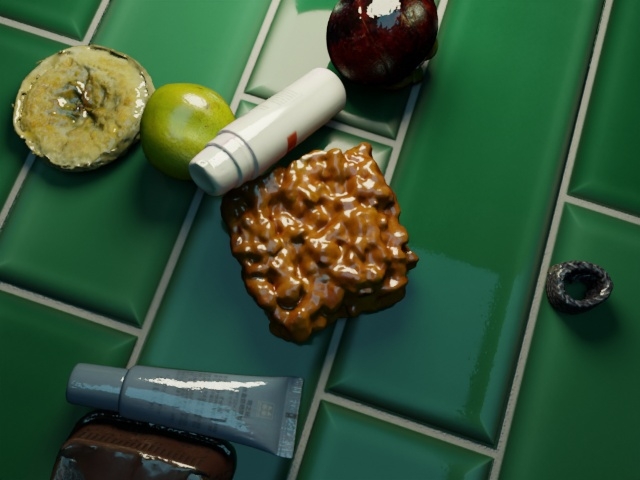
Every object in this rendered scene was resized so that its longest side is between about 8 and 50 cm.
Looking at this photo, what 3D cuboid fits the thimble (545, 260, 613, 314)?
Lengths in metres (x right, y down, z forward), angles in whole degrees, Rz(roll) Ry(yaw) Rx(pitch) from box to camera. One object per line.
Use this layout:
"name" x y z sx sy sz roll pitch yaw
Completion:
"thimble" 0.468 0.086 1.021 0.104 0.066 0.095 19 75 2

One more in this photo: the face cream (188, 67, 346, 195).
"face cream" -0.090 -0.191 0.990 0.102 0.102 0.345 41 57 8

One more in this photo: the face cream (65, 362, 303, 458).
"face cream" -0.228 0.272 0.956 0.385 0.086 0.135 10 64 -3

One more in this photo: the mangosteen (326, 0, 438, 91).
"mangosteen" 0.117 -0.379 1.061 0.216 0.216 0.216 0 77 -1

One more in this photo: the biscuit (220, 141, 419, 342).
"biscuit" 0.000 0.000 1.008 0.312 0.110 0.318 -20 77 -6

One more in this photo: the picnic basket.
"picnic basket" -0.302 0.406 0.899 0.297 0.129 0.222 12 79 3

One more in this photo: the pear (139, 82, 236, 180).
"pear" -0.218 -0.187 1.022 0.216 0.166 0.180 26 67 -7

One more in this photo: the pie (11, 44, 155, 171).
"pie" -0.453 -0.256 1.083 0.274 0.055 0.274 0 77 -1
